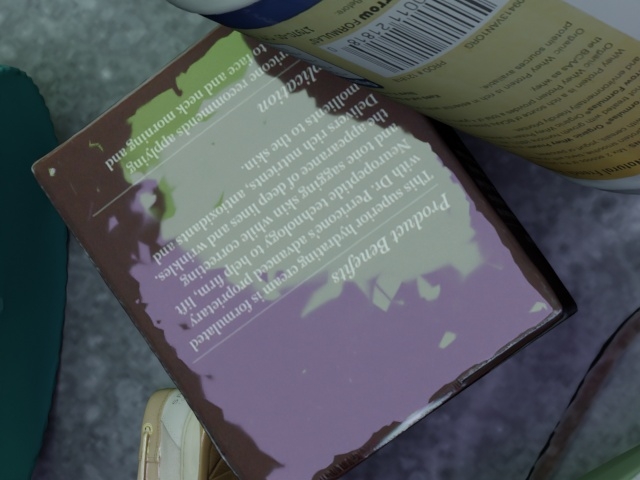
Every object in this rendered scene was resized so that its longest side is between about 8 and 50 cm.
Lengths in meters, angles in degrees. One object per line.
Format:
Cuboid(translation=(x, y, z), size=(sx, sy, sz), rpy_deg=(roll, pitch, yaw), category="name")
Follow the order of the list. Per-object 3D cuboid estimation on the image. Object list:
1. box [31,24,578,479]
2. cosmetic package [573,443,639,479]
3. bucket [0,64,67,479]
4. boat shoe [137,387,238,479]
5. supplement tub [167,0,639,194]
Cuboid(translation=(0.000, 0.000, 0.804), size=(0.168, 0.167, 0.203), rpy_deg=(-35, 83, 8), category="box")
Cuboid(translation=(0.147, 0.227, 0.738), size=(0.224, 0.138, 0.224), rpy_deg=(-40, 79, 45), category="cosmetic package")
Cuboid(translation=(-0.243, 0.026, 0.806), size=(0.183, 0.281, 0.281), rpy_deg=(3, 89, 5), category="bucket")
Cuboid(translation=(-0.076, 0.159, 0.875), size=(0.059, 0.063, 0.170), rpy_deg=(14, 100, 34), category="boat shoe")
Cuboid(translation=(0.094, -0.151, 0.656), size=(0.316, 0.228, 0.228), rpy_deg=(21, 94, -33), category="supplement tub")
